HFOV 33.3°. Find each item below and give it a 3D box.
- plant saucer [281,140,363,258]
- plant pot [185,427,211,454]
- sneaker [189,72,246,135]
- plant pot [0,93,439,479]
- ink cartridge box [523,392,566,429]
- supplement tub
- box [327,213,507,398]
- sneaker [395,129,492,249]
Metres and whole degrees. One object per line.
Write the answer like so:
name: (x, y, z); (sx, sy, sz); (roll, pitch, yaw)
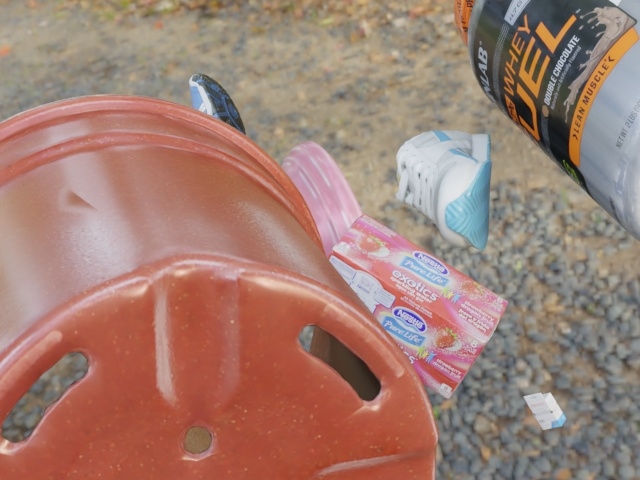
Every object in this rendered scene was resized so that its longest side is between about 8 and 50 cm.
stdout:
plant saucer: (0.000, 0.000, 1.808); (0.084, 0.332, 0.332); (-21, 31, -13)
plant pot: (-0.164, 0.215, 1.152); (0.167, 0.165, 0.167); (-30, 29, 18)
sneaker: (-0.151, -0.139, 1.541); (0.081, 0.211, 0.080); (-23, -5, 24)
plant pot: (-0.083, 0.078, 0.525); (0.272, 0.272, 0.265); (-23, 19, -11)
ink cartridge box: (0.455, 0.340, 2.170); (0.048, 0.083, 0.028); (-23, 12, 45)
supplement tub: (0.268, -0.158, 0.957); (0.207, 0.207, 0.338); (-22, 41, -10)
box: (0.124, 0.093, 1.558); (0.257, 0.128, 0.122); (32, 38, 9)
sneaker: (0.117, -0.049, 1.020); (0.092, 0.087, 0.229); (3, 17, 6)
